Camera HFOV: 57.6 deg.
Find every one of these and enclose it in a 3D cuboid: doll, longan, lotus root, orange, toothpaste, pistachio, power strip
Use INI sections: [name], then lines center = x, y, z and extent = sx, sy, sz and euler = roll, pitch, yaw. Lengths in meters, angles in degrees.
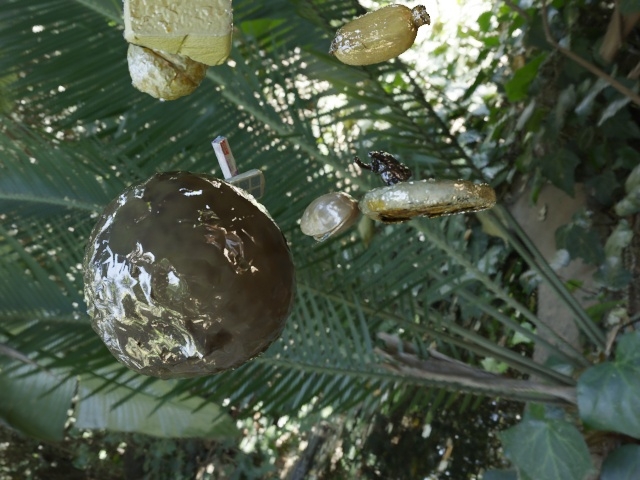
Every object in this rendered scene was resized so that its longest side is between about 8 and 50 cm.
[doll]
center = 0.152, -0.140, 1.248
extent = 0.165, 0.139, 0.057
euler = -1, -36, -50
[longan]
center = -0.242, 0.067, 1.067
extent = 0.391, 0.391, 0.390
euler = -157, 90, -87
[lotus root]
center = 0.170, -0.587, 1.667
extent = 0.131, 0.304, 0.146
euler = 5, -109, -70
[orange]
center = -0.497, -0.662, 2.016
extent = 0.210, 0.271, 0.368
euler = -20, 48, 37
[toothpaste]
center = -0.355, -0.301, 2.197
extent = 0.047, 0.040, 0.196
euler = -47, -38, -29
[pistachio]
center = 0.026, -0.071, 1.716
extent = 0.226, 0.136, 0.135
euler = -26, 34, 47
[power strip]
center = -0.229, -0.115, 1.456
extent = 0.227, 0.029, 0.079
euler = -25, -45, -34

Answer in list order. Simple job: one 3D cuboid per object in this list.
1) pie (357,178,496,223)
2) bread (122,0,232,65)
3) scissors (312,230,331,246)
[pie]
center = 0.199, -0.074, 1.121
extent = 0.274, 0.275, 0.055
euler = 134, 133, -82
[bread]
center = -0.325, -0.544, 1.316
extent = 0.198, 0.236, 0.263
euler = 140, 128, -76
[scissors]
center = 0.000, 0.000, 1.500
extent = 0.083, 0.006, 0.036
euler = -35, -13, -50
